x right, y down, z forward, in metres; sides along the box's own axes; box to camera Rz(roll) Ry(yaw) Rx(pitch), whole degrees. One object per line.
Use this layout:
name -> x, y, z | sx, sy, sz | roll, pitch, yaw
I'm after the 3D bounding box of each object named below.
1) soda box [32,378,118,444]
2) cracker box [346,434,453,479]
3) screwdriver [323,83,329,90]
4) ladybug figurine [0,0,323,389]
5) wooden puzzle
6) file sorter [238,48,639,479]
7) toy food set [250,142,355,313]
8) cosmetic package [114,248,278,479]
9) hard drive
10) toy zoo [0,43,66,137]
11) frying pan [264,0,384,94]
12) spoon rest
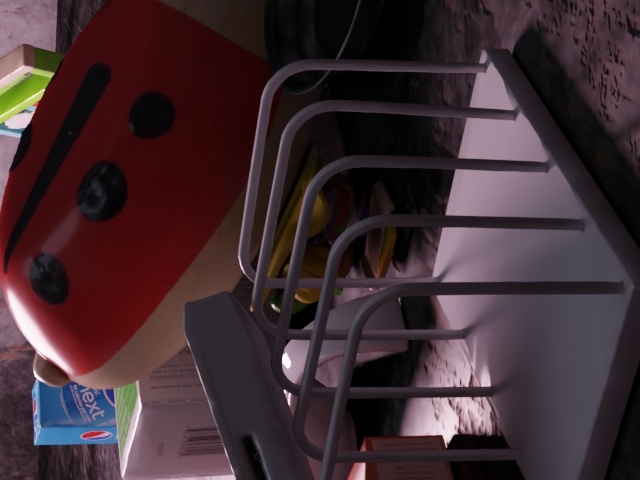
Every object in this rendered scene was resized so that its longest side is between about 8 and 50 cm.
soda box -> -0.214, 0.186, 2.034 | 0.071, 0.210, 0.067 | 121, 146, -63
cracker box -> 0.063, 0.278, 1.309 | 0.155, 0.067, 0.232 | 109, 155, -50
screwdriver -> -0.023, -0.116, 1.701 | 0.170, 0.025, 0.024 | 130, 138, -67
ladybug figurine -> -0.164, -0.075, 1.662 | 0.305, 0.162, 0.449 | 22, 86, 50
wooden puzzle -> 0.047, -0.003, 1.458 | 0.116, 0.014, 0.078 | -104, 23, -61
file sorter -> 0.061, 0.026, 1.123 | 0.277, 0.173, 0.192 | -111, 27, -54
toy food set -> 0.000, 0.000, 1.516 | 0.218, 0.071, 0.128 | -79, 13, -74
cosmetic package -> -0.138, 0.041, 1.873 | 0.197, 0.155, 0.365 | 109, 155, -57
hard drive -> -0.033, 0.143, 1.208 | 0.307, 0.040, 0.203 | 89, 162, -84
toy zoo -> -0.286, -0.160, 2.195 | 0.192, 0.293, 0.030 | -24, 64, 45
frying pan -> 0.017, -0.279, 1.498 | 0.197, 0.053, 0.326 | 19, 99, 65
spoon rest -> -0.003, 0.141, 1.516 | 0.276, 0.084, 0.137 | 110, 155, -49
